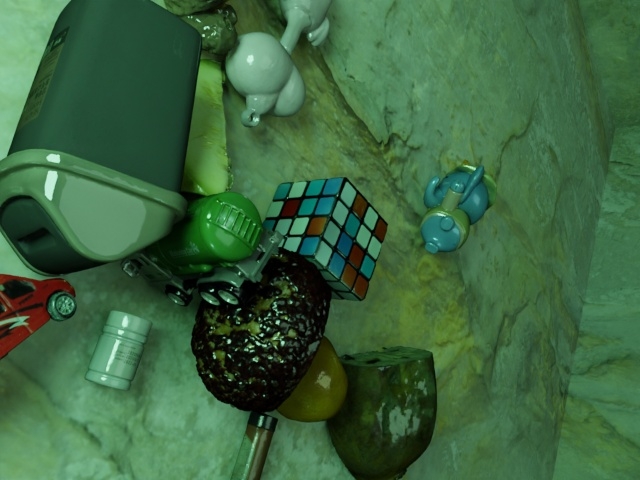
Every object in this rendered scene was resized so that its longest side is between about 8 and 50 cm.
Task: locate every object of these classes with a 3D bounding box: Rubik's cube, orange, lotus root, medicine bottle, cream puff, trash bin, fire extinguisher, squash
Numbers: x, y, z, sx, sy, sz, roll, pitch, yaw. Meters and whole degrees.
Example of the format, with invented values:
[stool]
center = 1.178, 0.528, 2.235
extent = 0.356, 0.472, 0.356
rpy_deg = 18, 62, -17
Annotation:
[Rubik's cube]
center = 0.000, 0.000, 0.972
extent = 0.155, 0.151, 0.154
rpy_deg = 44, 57, -42
[orange]
center = -0.027, 0.230, 0.953
extent = 0.136, 0.159, 0.159
rpy_deg = -24, 117, -1
[lotus root]
center = 0.137, 0.362, 1.153
extent = 0.267, 0.149, 0.261
rpy_deg = 4, 87, -48
[medicine bottle]
center = -0.258, 0.141, 0.731
extent = 0.058, 0.058, 0.091
rpy_deg = 34, 65, -46
[cream puff]
center = -0.092, 0.119, 0.817
extent = 0.164, 0.239, 0.239
rpy_deg = 27, 67, -15
[trash bin]
center = -0.243, -0.109, 0.629
extent = 0.182, 0.209, 0.291
rpy_deg = 20, 69, -37
[fire extinguisher]
center = -0.116, 0.369, 0.921
extent = 0.062, 0.050, 0.177
rpy_deg = 95, 12, -72
[squash]
center = -0.168, -0.170, 0.772
extent = 0.093, 0.169, 0.252
rpy_deg = 15, 78, -27

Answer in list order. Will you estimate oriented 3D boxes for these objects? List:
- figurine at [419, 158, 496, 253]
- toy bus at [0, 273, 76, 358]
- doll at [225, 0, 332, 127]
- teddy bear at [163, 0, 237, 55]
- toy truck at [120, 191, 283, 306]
[figurine]
center = 0.330, -0.087, 1.375
extent = 0.262, 0.153, 0.180
rpy_deg = -46, 136, -44
[toy bus]
center = -0.349, 0.088, 0.584
extent = 0.089, 0.081, 0.195
rpy_deg = 63, 35, -18
[doll]
center = -0.054, -0.338, 0.945
extent = 0.160, 0.094, 0.365
rpy_deg = 49, 56, -49
[teddy bear]
center = -0.148, -0.388, 0.813
extent = 0.177, 0.140, 0.190
rpy_deg = 112, 4, -49
[toy truck]
center = -0.154, 0.009, 0.715
extent = 0.125, 0.242, 0.101
rpy_deg = 45, 57, -27
